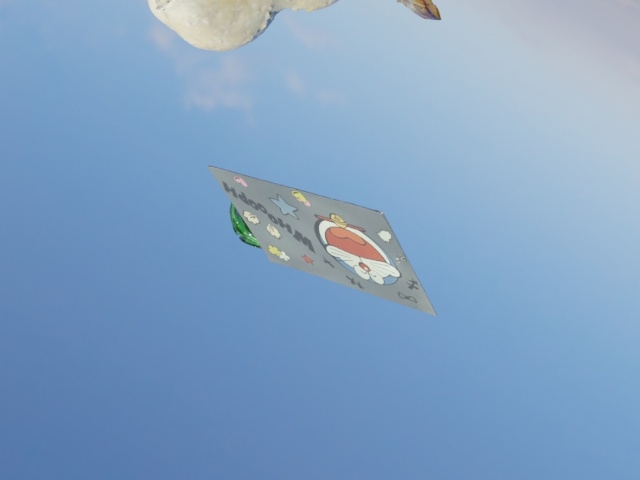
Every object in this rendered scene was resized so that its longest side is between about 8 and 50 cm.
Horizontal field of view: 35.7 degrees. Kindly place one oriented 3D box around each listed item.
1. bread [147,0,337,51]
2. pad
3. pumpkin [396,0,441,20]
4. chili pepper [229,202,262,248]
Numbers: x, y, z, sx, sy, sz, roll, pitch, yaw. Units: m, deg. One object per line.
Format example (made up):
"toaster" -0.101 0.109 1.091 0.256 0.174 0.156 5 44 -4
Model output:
"bread" -0.016 -0.315 0.878 0.183 0.337 0.102 21 -164 -32
"pad" 0.000 0.000 1.051 0.245 0.006 0.170 17 151 39
"pumpkin" 0.109 -0.308 1.211 0.101 0.035 0.073 43 179 29
"chili pepper" -0.099 -0.029 1.369 0.035 0.055 0.118 29 -154 -50
